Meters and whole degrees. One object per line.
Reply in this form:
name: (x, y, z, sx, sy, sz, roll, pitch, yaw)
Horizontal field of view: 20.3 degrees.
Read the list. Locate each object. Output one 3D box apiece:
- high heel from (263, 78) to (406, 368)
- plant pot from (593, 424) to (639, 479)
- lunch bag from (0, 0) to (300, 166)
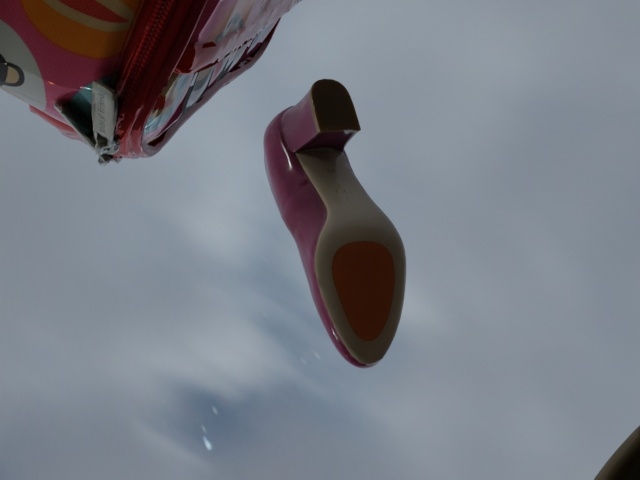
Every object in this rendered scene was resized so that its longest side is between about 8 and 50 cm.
high heel: (0.000, 0.000, 1.418, 0.082, 0.117, 0.244, -4, -113, -27)
plant pot: (0.305, 0.241, 0.870, 0.323, 0.323, 0.280, -28, -57, -6)
lunch bag: (-0.061, -0.155, 0.793, 0.120, 0.293, 0.258, 26, -71, 2)
